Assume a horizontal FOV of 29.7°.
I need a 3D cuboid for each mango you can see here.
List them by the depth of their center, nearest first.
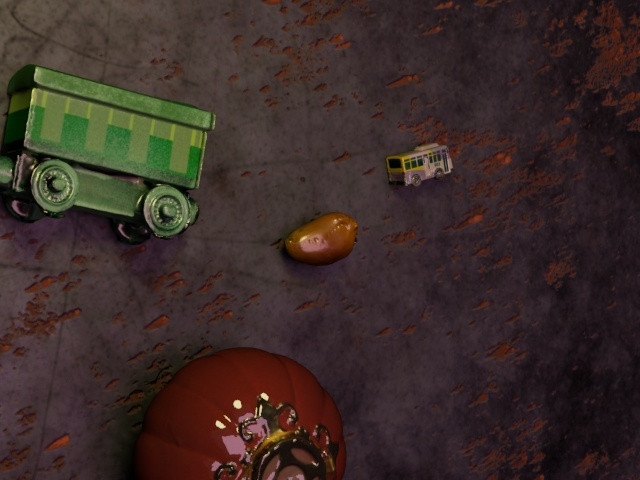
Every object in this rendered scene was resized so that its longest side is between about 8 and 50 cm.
[{"bbox_3d":[0.000,0.000,1.829,0.127,0.063,0.077,-17,106,-27],"label":"mango"}]

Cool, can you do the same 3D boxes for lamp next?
[{"bbox_3d":[-0.107,0.296,1.653,0.303,0.257,0.303,-4,97,-34],"label":"lamp"}]

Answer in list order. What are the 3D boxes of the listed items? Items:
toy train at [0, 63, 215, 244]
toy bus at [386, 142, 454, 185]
[{"bbox_3d":[-0.287,-0.108,1.595,0.300,0.120,0.202,12,82,-34],"label":"toy train"},{"bbox_3d":[0.159,-0.122,1.940,0.102,0.052,0.058,-17,103,-31],"label":"toy bus"}]
